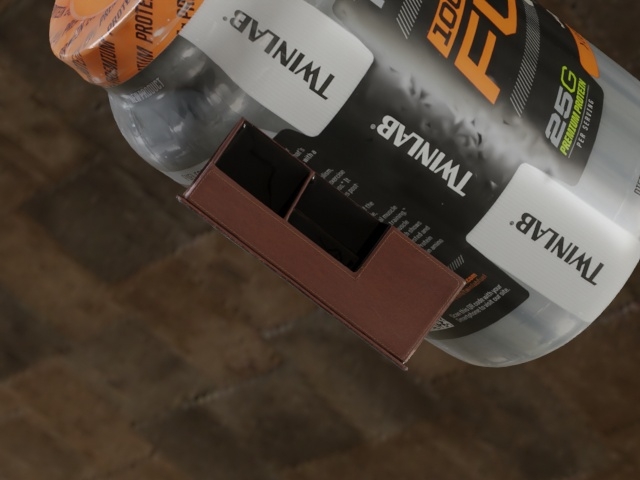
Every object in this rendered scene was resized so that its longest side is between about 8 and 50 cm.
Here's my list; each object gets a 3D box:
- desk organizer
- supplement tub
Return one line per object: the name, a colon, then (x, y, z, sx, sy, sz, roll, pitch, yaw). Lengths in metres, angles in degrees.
desk organizer: (0.000, 0.000, 0.903, 0.130, 0.050, 0.047, 37, 178, -6)
supplement tub: (0.023, -0.080, 1.058, 0.316, 0.193, 0.193, 32, 145, -27)
